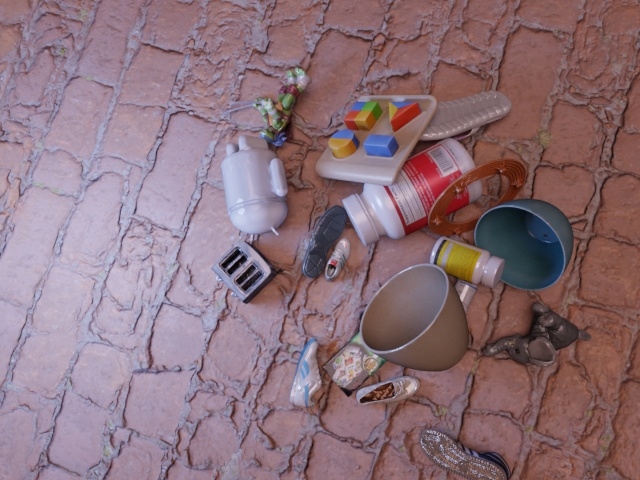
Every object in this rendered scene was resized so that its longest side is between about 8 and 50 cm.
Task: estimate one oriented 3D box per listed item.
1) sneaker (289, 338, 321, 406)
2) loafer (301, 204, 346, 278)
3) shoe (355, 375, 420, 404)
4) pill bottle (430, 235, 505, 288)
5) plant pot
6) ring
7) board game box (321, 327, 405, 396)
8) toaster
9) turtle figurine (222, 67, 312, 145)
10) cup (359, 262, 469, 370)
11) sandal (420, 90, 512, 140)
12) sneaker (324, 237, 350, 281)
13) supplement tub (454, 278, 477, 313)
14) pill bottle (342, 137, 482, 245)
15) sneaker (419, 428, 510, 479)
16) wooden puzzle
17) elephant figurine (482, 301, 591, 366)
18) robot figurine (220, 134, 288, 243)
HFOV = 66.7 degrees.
[{"bbox_3d":[-0.036,0.440,1.622,0.092,0.087,0.228,14,92,1],"label":"sneaker"},{"bbox_3d":[0.000,0.000,1.670,0.096,0.084,0.267,27,83,-15],"label":"loafer"},{"bbox_3d":[0.223,0.499,1.596,0.219,0.058,0.076,-15,82,4],"label":"shoe"},{"bbox_3d":[0.470,0.071,1.562,0.209,0.119,0.119,22,85,31],"label":"pill bottle"},{"bbox_3d":[0.667,-0.015,1.531,0.195,0.290,0.290,-31,80,-32],"label":"plant pot"},{"bbox_3d":[0.491,-0.120,1.515,0.337,0.336,0.032,-26,57,2],"label":"ring"},{"bbox_3d":[0.143,0.386,1.634,0.260,0.030,0.136,-42,79,-1],"label":"board game box"},{"bbox_3d":[-0.254,0.103,1.666,0.186,0.110,0.168,-44,82,-1],"label":"toaster"},{"bbox_3d":[-0.178,-0.495,1.690,0.275,0.198,0.266,35,84,5],"label":"turtle figurine"},{"bbox_3d":[0.324,0.270,1.511,0.237,0.331,0.331,43,88,-22],"label":"cup"},{"bbox_3d":[0.455,-0.398,1.654,0.417,0.102,0.169,-14,52,-6],"label":"sandal"},{"bbox_3d":[0.058,0.066,1.657,0.057,0.075,0.161,24,86,8],"label":"sneaker"},{"bbox_3d":[0.467,0.184,1.606,0.071,0.071,0.107,25,87,8],"label":"supplement tub"},{"bbox_3d":[0.290,-0.146,1.584,0.408,0.229,0.229,-26,81,2],"label":"pill bottle"},{"bbox_3d":[0.461,0.688,1.542,0.282,0.153,0.099,19,87,38],"label":"sneaker"},{"bbox_3d":[0.169,-0.350,1.583,0.322,0.080,0.347,14,66,39],"label":"wooden puzzle"},{"bbox_3d":[0.679,0.330,1.543,0.169,0.186,0.239,27,99,-34],"label":"elephant figurine"},{"bbox_3d":[-0.224,-0.172,1.651,0.300,0.200,0.353,-20,78,44],"label":"robot figurine"}]
